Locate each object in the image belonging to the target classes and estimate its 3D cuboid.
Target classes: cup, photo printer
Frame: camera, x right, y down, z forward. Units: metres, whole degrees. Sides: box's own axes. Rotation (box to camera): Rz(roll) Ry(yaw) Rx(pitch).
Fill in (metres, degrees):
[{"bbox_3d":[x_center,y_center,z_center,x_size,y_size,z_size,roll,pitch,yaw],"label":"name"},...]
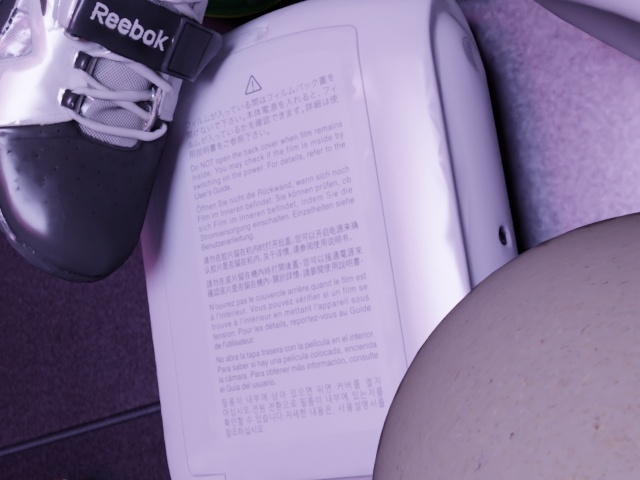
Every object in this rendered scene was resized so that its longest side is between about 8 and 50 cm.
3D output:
[{"bbox_3d":[0.173,0.153,0.393,0.331,0.237,0.331,0,92,8],"label":"cup"},{"bbox_3d":[0.000,0.000,0.638,0.256,0.107,0.308,-14,80,30],"label":"photo printer"}]

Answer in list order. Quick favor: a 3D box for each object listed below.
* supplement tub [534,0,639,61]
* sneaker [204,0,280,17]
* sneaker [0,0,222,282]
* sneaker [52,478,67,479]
[{"bbox_3d":[0.249,-0.216,0.428,0.228,0.228,0.316,32,104,28],"label":"supplement tub"},{"bbox_3d":[-0.020,-0.215,0.649,0.295,0.123,0.109,2,90,32],"label":"sneaker"},{"bbox_3d":[-0.122,-0.143,0.586,0.146,0.122,0.331,-10,76,45],"label":"sneaker"},{"bbox_3d":[-0.209,0.360,0.738,0.180,0.124,0.321,28,102,30],"label":"sneaker"}]
